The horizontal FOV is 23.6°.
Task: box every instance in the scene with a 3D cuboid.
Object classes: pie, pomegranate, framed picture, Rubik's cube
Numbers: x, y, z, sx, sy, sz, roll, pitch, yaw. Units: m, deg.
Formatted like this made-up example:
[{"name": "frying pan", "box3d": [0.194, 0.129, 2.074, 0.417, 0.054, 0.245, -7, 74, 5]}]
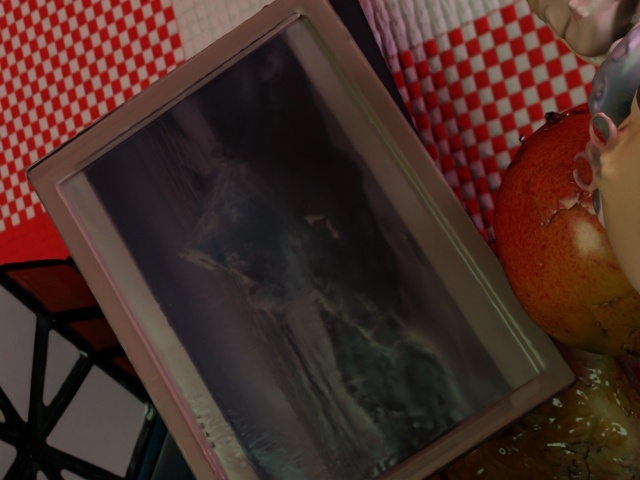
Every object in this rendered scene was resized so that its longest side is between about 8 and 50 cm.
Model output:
[{"name": "pie", "box3d": [0.167, 0.160, 1.353, 0.274, 0.055, 0.274, 13, 118, 25]}, {"name": "pomegranate", "box3d": [0.247, -0.002, 1.211, 0.235, 0.210, 0.210, 55, 126, 26]}, {"name": "framed picture", "box3d": [-0.029, 0.026, 1.336, 0.326, 0.028, 0.446, -35, 71, 6]}, {"name": "Rubik's cube", "box3d": [-0.186, 0.195, 1.565, 0.293, 0.283, 0.288, 34, 115, 35]}]

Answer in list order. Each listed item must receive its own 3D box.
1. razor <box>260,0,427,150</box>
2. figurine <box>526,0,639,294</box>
[{"name": "razor", "box3d": [0.015, -0.066, 1.470, 0.204, 0.113, 0.349, -37, 71, 40]}, {"name": "figurine", "box3d": [0.271, -0.121, 1.082, 0.394, 0.274, 0.227, 59, 148, 34]}]
